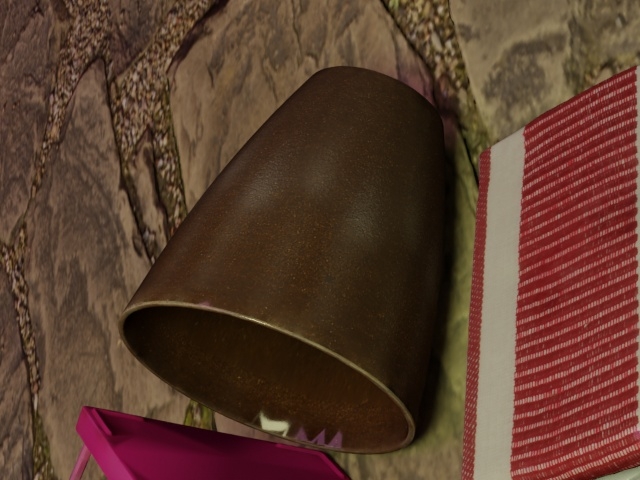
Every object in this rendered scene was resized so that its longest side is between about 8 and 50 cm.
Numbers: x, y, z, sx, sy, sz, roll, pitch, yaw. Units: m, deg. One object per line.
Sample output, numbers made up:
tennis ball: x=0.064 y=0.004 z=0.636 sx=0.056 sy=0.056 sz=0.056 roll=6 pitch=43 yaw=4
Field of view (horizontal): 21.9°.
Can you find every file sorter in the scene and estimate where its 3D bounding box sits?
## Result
file sorter: x=-0.053 y=0.265 z=1.087 sx=0.290 sy=0.202 sz=0.182 roll=39 pitch=111 yaw=58

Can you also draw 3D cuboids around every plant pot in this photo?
plant pot: x=0.000 y=0.000 z=1.169 sx=0.215 sy=0.215 sz=0.230 roll=-17 pitch=46 yaw=54

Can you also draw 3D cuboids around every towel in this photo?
towel: x=0.204 y=-0.010 z=0.814 sx=0.329 sy=0.037 sz=0.237 roll=-26 pitch=43 yaw=40

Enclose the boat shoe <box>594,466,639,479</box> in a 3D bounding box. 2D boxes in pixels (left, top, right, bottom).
boat shoe: x=0.203 y=0.087 z=0.874 sx=0.335 sy=0.121 sz=0.119 roll=-49 pitch=28 yaw=14
